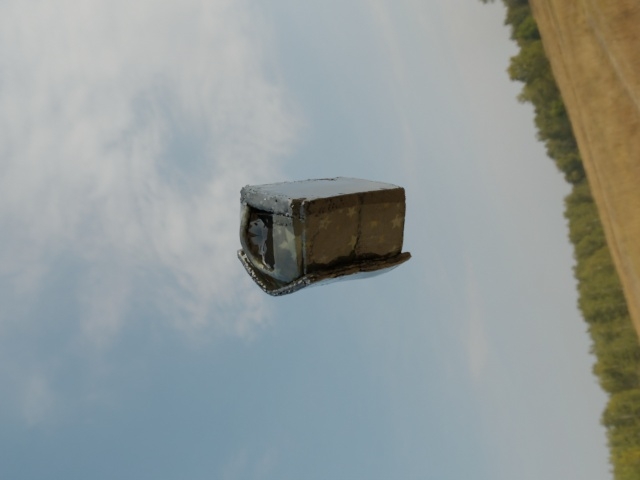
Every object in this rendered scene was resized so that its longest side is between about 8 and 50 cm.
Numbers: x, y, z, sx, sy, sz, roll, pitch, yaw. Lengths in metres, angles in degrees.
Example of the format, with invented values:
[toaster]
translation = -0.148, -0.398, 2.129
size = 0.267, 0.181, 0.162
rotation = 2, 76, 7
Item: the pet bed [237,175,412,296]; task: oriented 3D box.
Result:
[pet bed]
translation = 0.000, 0.000, 0.863
size = 0.211, 0.183, 0.159
rotation = -11, -72, -36
